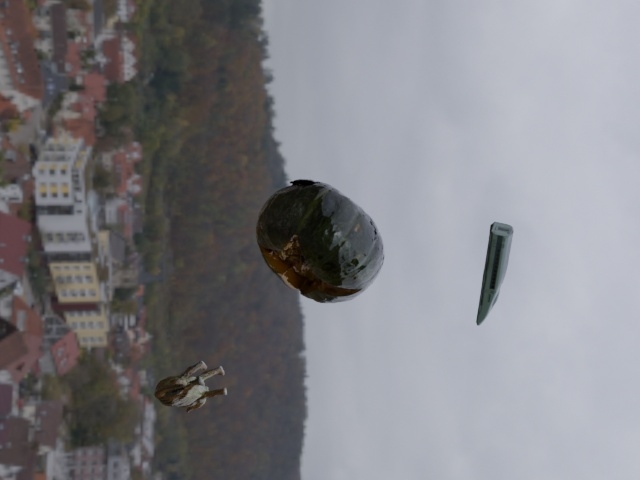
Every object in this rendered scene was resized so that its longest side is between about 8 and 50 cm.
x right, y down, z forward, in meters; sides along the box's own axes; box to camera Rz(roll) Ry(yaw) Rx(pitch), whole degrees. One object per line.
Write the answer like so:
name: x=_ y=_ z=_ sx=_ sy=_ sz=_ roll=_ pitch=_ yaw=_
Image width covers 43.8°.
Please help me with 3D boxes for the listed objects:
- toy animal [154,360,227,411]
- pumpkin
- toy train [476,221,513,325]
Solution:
toy animal: x=-0.214 y=0.246 z=1.306 sx=0.056 sy=0.099 sz=0.241 roll=65 pitch=5 yaw=15
pumpkin: x=0.001 y=-0.002 z=1.347 sx=0.159 sy=0.238 sz=0.238 roll=-48 pitch=168 yaw=-28
toy train: x=0.362 y=0.081 z=1.663 sx=0.055 sy=0.048 sz=0.252 roll=-64 pitch=159 yaw=-53
